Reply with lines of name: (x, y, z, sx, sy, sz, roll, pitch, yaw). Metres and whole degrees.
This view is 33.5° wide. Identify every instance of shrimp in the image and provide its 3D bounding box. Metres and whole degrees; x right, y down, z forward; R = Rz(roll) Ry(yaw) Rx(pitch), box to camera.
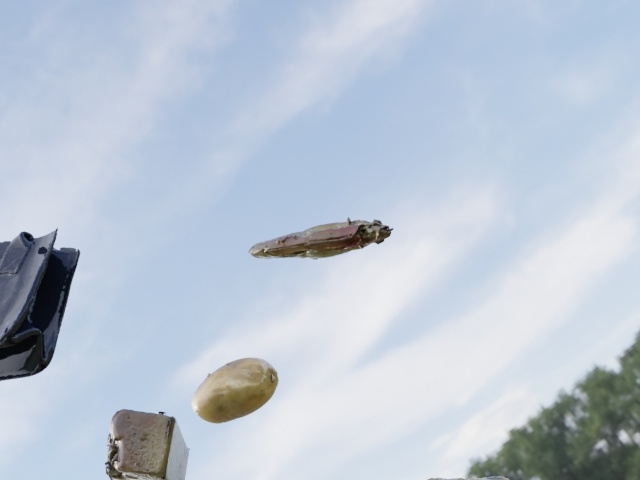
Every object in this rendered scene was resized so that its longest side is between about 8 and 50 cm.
shrimp: (0.000, 0.001, 1.878, 0.294, 0.062, 0.154, -13, -2, 34)

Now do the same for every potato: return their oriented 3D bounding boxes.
potato: (-0.168, 0.290, 2.048, 0.178, 0.109, 0.118, -28, 25, 15)

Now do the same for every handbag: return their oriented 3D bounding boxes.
handbag: (-0.532, 0.103, 1.664, 0.326, 0.269, 0.118, -10, -41, 26)

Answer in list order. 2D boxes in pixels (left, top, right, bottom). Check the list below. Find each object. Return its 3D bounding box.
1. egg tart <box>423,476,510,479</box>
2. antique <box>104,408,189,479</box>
egg tart: (0.217, 0.533, 1.913, 0.339, 0.153, 0.351, -35, 18, 23)
antique: (-0.250, 0.315, 1.543, 0.093, 0.087, 0.310, 9, -20, -1)
